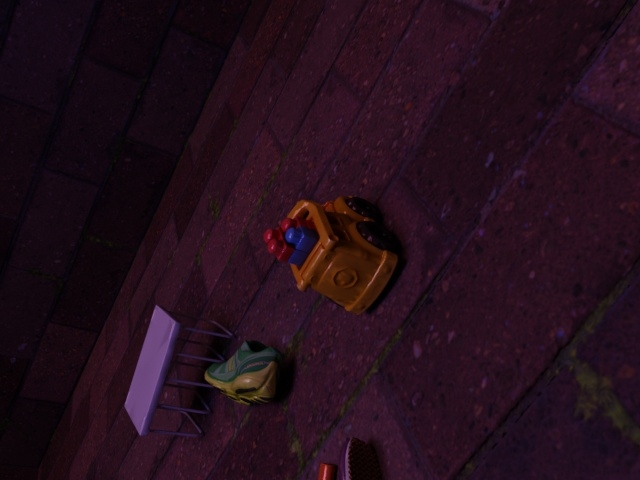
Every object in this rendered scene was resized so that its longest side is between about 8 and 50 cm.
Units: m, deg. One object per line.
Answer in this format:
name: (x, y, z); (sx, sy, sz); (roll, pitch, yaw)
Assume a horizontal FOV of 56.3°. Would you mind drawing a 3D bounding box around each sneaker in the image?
sneaker: (0.044, 0.388, 0.880); (0.084, 0.069, 0.185); (-40, 39, 36)
sneaker: (-0.155, 0.284, 1.292); (0.295, 0.109, 0.123); (-18, 36, 58)

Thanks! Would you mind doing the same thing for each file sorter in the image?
file sorter: (-0.357, 0.334, 1.520); (0.193, 0.173, 0.277); (14, 86, 61)

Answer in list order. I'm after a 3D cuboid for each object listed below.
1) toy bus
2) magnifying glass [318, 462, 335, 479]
toy bus: (0.000, 0.000, 1.047); (0.149, 0.211, 0.220); (-59, 29, 25)
magnifying glass: (-0.004, 0.481, 0.962); (0.092, 0.026, 0.231); (-20, 59, 56)
